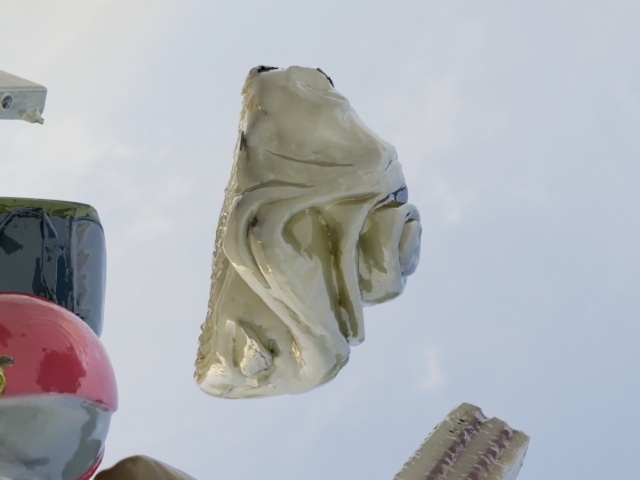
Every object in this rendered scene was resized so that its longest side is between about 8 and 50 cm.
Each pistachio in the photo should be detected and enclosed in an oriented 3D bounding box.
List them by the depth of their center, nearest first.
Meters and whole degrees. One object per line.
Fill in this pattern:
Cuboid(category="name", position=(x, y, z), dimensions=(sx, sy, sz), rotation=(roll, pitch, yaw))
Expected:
Cuboid(category="pistachio", position=(-0.202, 0.377, 1.646), dimensions=(0.137, 0.238, 0.153), rotation=(-57, 175, 26))

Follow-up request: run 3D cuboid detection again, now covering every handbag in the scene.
Cuboid(category="handbag", position=(-0.461, 0.064, 1.920), dimensions=(0.263, 0.241, 0.222), rotation=(5, 169, -17))

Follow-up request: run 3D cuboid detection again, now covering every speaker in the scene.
Cuboid(category="speaker", position=(-0.401, 0.205, 1.599), dimensions=(0.294, 0.294, 0.294), rotation=(-21, -148, 14))

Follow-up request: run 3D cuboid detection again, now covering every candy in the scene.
Cuboid(category="candy", position=(0.173, 0.382, 1.788), dimensions=(0.135, 0.179, 0.321), rotation=(26, -153, 19))

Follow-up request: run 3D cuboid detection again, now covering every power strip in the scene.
Cuboid(category="power strip", position=(-0.453, -0.197, 1.493), dimensions=(0.270, 0.046, 0.118), rotation=(21, -168, 21))

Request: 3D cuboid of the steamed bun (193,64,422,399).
Cuboid(category="steamed bun", position=(0.000, 0.000, 1.426), dimensions=(0.238, 0.393, 0.346), rotation=(10, -179, -7))

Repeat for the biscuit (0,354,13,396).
Cuboid(category="biscuit", position=(-0.388, 0.262, 1.338), dimensions=(0.048, 0.026, 0.291), rotation=(130, -23, -76))

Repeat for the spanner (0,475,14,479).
Cuboid(category="spanner", position=(-0.139, 0.250, 0.882), dimensions=(0.325, 0.093, 0.026), rotation=(30, -91, 19))
